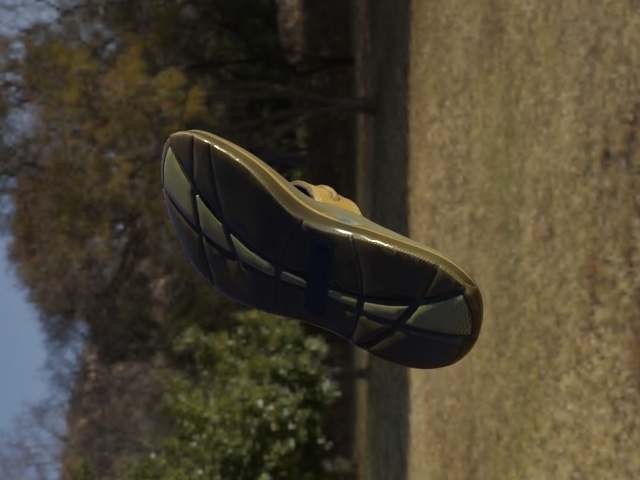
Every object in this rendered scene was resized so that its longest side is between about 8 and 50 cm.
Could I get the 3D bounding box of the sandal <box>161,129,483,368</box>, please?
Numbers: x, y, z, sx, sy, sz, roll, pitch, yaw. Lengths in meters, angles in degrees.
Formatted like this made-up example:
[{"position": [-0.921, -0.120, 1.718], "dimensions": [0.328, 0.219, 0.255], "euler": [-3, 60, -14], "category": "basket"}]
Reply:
[{"position": [0.000, 0.000, 0.631], "dimensions": [0.060, 0.219, 0.090], "euler": [-30, -44, -53], "category": "sandal"}]
